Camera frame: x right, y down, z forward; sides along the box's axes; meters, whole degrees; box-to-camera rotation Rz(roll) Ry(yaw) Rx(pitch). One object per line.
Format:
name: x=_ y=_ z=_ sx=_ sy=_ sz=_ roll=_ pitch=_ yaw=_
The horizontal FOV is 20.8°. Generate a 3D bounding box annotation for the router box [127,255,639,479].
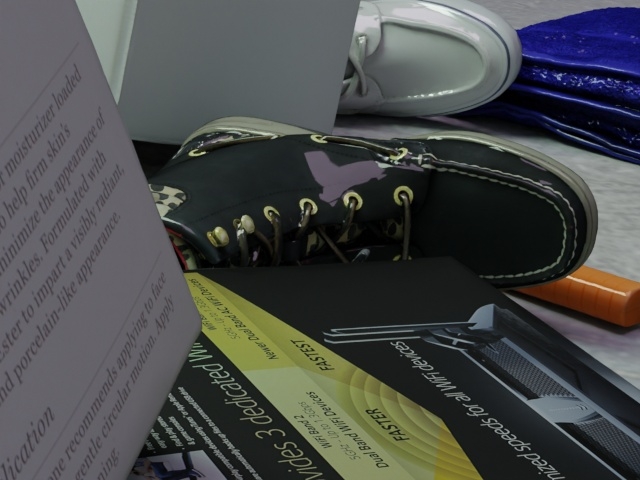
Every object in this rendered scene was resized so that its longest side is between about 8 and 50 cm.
router box: x=0.005 y=0.096 z=0.554 sx=0.243 sy=0.081 sz=0.309 roll=-2 pitch=20 yaw=-24

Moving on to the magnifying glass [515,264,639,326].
magnifying glass: x=0.075 y=0.003 z=0.957 sx=0.231 sy=0.026 sz=0.092 roll=21 pitch=23 yaw=36

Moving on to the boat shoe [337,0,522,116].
boat shoe: x=0.011 y=-0.126 z=1.248 sx=0.258 sy=0.095 sz=0.084 roll=1 pitch=20 yaw=19

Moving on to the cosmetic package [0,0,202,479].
cosmetic package: x=-0.144 y=-0.001 z=0.439 sx=0.151 sy=0.183 sz=0.151 roll=-8 pitch=29 yaw=21

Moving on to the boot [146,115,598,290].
boot: x=-0.001 y=0.002 z=0.847 sx=0.236 sy=0.085 sz=0.178 roll=10 pitch=21 yaw=24

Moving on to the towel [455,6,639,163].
towel: x=0.240 y=-0.138 z=1.360 sx=0.228 sy=0.076 sz=0.308 roll=18 pitch=21 yaw=30

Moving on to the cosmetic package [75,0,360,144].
cosmetic package: x=-0.221 y=-0.182 z=1.131 sx=0.453 sy=0.161 sz=0.230 roll=16 pitch=8 yaw=32

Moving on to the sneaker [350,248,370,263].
sneaker: x=0.022 y=0.037 z=0.759 sx=0.098 sy=0.069 sz=0.038 roll=10 pitch=19 yaw=11
